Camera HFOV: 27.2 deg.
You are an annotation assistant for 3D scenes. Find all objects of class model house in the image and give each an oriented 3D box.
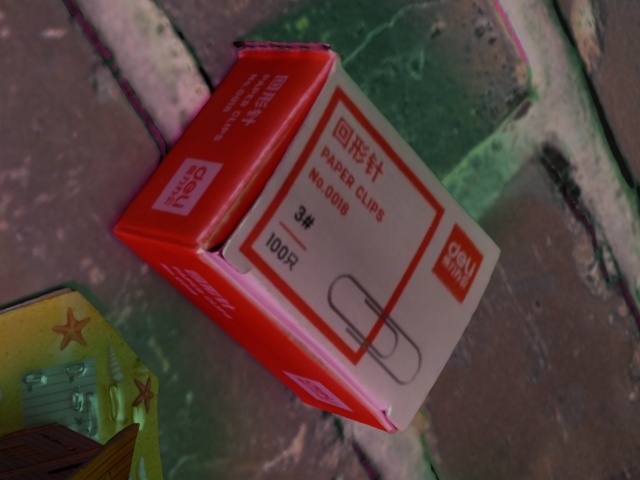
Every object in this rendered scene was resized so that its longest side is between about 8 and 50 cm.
[{"bbox_3d":[-0.126,0.145,0.614,0.207,0.136,0.219,-7,102,-37],"label":"model house"}]

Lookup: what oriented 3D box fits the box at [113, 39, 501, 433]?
[{"bbox_3d":[0.000,0.000,0.715,0.182,0.099,0.133,48,66,-35],"label":"box"}]
